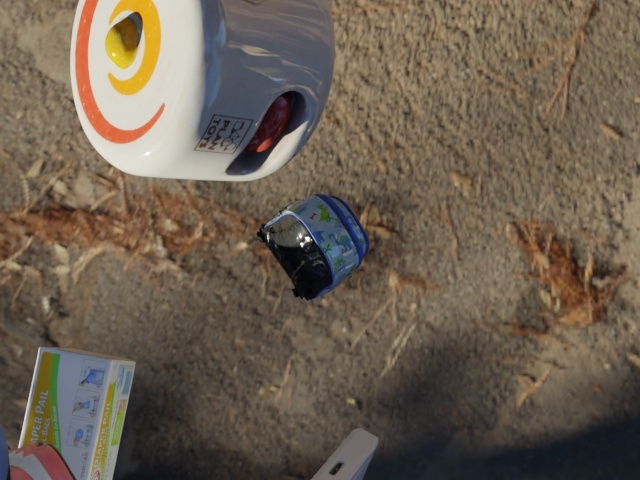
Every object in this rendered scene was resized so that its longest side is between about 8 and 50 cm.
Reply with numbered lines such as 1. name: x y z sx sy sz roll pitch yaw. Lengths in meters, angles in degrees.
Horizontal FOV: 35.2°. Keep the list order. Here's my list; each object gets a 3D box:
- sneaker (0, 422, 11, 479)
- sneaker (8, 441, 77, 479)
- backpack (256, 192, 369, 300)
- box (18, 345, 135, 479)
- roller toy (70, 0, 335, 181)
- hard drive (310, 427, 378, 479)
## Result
1. sneaker: -0.216 0.212 0.614 0.081 0.090 0.232 14 93 30
2. sneaker: -0.377 0.280 1.077 0.314 0.136 0.116 -13 105 49
3. backpack: 0.000 0.000 1.088 0.105 0.084 0.114 57 157 1
4. box: -0.332 0.252 1.361 0.103 0.203 0.114 9 174 7
5. roller toy: -0.096 -0.142 0.770 0.209 0.146 0.191 4 92 46
6. hard drive: -0.026 0.402 1.252 0.040 0.203 0.307 27 114 15
